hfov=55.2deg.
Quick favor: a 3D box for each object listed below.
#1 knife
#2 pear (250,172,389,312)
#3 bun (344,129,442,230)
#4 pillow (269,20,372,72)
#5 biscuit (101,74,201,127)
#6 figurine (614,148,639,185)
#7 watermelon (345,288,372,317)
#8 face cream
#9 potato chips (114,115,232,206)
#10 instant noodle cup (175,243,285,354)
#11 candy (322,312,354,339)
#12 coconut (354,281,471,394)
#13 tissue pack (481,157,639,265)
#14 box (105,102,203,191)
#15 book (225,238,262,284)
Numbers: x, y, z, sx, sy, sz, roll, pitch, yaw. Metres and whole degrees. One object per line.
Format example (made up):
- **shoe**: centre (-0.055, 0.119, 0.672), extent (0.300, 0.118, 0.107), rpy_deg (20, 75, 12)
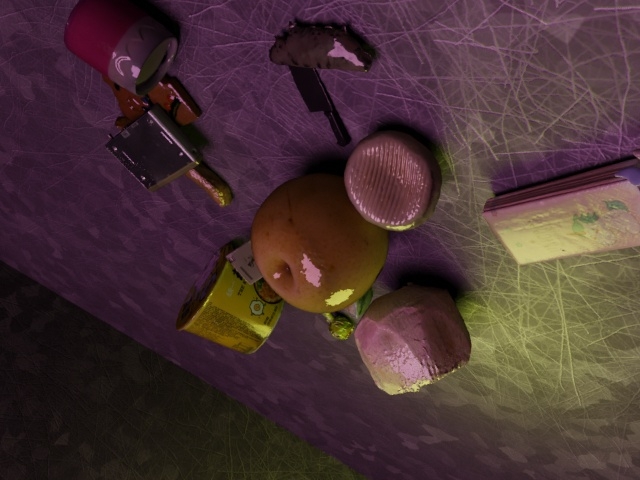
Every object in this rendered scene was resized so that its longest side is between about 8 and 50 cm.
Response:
- **knife**: centre (-0.007, -0.311, 1.359), extent (0.072, 0.019, 0.245), rpy_deg (2, 132, 42)
- **pear**: centre (0.000, 0.000, 1.478), extent (0.348, 0.348, 0.348), rpy_deg (22, 145, 16)
- **bun**: centre (0.160, -0.131, 1.330), extent (0.222, 0.127, 0.222), rpy_deg (3, 105, 12)
- **pillow**: centre (-0.006, -0.389, 1.222), extent (0.241, 0.051, 0.093), rpy_deg (15, 135, 27)
- **biscuit**: centre (-0.449, -0.388, 1.603), extent (0.301, 0.043, 0.278), rpy_deg (25, 146, 13)
- **figurine**: centre (0.593, -0.122, 0.976), extent (0.208, 0.128, 0.184), rpy_deg (-25, 123, 11)
- **watermelon**: centre (0.087, 0.163, 1.822), extent (0.158, 0.098, 0.121), rpy_deg (-25, 102, 48)
- **face cream**: centre (-0.454, -0.454, 1.404), extent (0.195, 0.175, 0.175), rpy_deg (34, 147, -3)
- **potato chips**: centre (-0.417, -0.238, 1.755), extent (0.407, 0.057, 0.080), rpy_deg (37, 140, -6)
- **instant noodle cup**: centre (-0.285, 0.211, 2.017), extent (0.254, 0.326, 0.325), rpy_deg (33, 148, -16)
- **candy**: centre (0.008, 0.221, 1.995), extent (0.262, 0.073, 0.077), rpy_deg (49, 171, -11)
- **coconut**: centre (0.240, 0.251, 1.633), extent (0.297, 0.297, 0.255), rpy_deg (-33, 82, 55)
- **tissue pack**: centre (0.502, -0.046, 1.216), extent (0.170, 0.071, 0.325), rpy_deg (46, 146, -22)
- **box**: centre (-0.469, -0.251, 1.695), extent (0.270, 0.045, 0.211), rpy_deg (-17, 121, 43)
- **book**: centre (-0.181, 0.045, 1.863), extent (0.181, 0.014, 0.127), rpy_deg (-33, 116, 12)
